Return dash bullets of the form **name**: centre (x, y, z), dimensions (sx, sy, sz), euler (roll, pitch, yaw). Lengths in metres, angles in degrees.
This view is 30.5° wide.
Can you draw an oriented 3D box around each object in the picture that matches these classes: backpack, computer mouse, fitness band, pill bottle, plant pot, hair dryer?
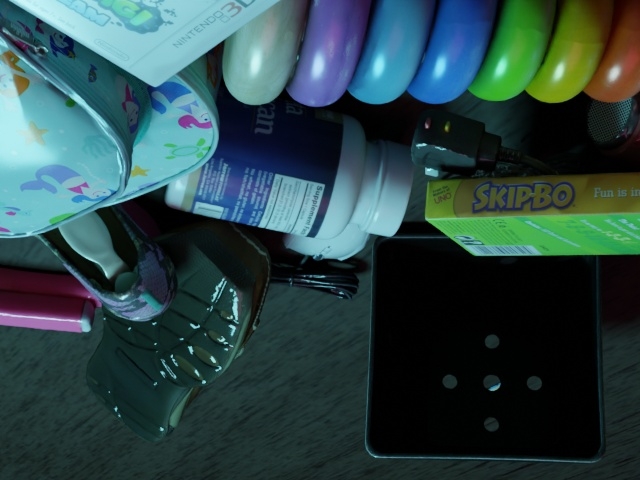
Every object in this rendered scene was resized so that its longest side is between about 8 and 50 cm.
- **backpack**: centre (-0.179, -0.113, 0.710), dimensions (0.225, 0.191, 0.253), euler (-20, 145, 34)
- **computer mouse**: centre (0.000, 0.000, 0.987), dimensions (0.106, 0.042, 0.193), euler (13, 148, -9)
- **fitness band**: centre (-0.284, 0.007, 1.038), dimensions (0.290, 0.054, 0.209), euler (6, 148, -2)
- **pill bottle**: centre (-0.022, -0.053, 0.854), dimensions (0.169, 0.094, 0.094), euler (12, 148, -10)
- **plant pot**: centre (0.147, 0.107, 1.020), dimensions (0.188, 0.188, 0.167), euler (-1, 162, 11)
- **hair dryer**: centre (0.215, -0.061, 0.847), dimensions (0.293, 0.080, 0.223), euler (1, 168, 13)

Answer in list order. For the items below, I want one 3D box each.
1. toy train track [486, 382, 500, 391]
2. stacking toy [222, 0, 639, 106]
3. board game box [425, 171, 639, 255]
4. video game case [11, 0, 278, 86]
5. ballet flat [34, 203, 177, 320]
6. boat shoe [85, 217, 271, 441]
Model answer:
- **toy train track**: centre (0.185, 0.164, 1.249), dimensions (0.048, 0.014, 0.083), euler (21, 145, -24)
- **stacking toy**: centre (0.114, -0.128, 0.684), dimensions (0.330, 0.141, 0.141), euler (7, 149, -10)
- **board game box**: centre (0.212, -0.016, 0.783), dimensions (0.259, 0.039, 0.124), euler (2, 169, 23)
- **video game case**: centre (-0.094, -0.142, 0.540), dimensions (0.157, 0.019, 0.143), euler (30, 141, -34)
- **ballet flat**: centre (-0.190, -0.029, 0.855), dimensions (0.221, 0.077, 0.079), euler (43, 170, 17)
- **boat shoe**: centre (-0.112, 0.061, 1.000), dimensions (0.122, 0.120, 0.324), euler (45, 146, 3)
